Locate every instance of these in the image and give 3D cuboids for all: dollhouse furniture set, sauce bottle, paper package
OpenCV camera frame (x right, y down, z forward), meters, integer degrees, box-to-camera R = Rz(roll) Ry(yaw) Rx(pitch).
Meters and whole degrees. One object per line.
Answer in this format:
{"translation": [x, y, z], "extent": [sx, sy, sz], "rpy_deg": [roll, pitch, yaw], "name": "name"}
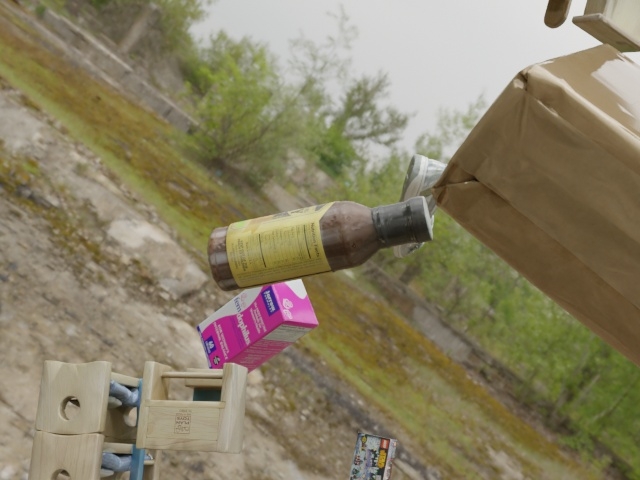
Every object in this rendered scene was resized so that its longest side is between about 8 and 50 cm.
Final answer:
{"translation": [0.344, -0.359, 1.086], "extent": [0.212, 0.161, 0.242], "rpy_deg": [16, -1, -36], "name": "dollhouse furniture set"}
{"translation": [0.000, 0.000, 1.186], "extent": [0.111, 0.344, 0.111], "rpy_deg": [-11, 90, -79], "name": "sauce bottle"}
{"translation": [-0.148, 0.184, 0.703], "extent": [0.183, 0.129, 0.129], "rpy_deg": [-2, -17, 15], "name": "dollhouse furniture set"}
{"translation": [0.324, -0.042, 0.778], "extent": [0.309, 0.168, 0.325], "rpy_deg": [41, 32, 13], "name": "paper package"}

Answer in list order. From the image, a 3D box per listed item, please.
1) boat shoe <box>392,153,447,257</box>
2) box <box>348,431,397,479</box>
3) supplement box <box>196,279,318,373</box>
{"translation": [0.223, -0.063, 1.696], "extent": [0.103, 0.118, 0.320], "rpy_deg": [12, -38, 4], "name": "boat shoe"}
{"translation": [0.110, 0.489, 1.639], "extent": [0.094, 0.137, 0.027], "rpy_deg": [-2, -20, 43], "name": "box"}
{"translation": [-0.129, 0.172, 1.538], "extent": [0.114, 0.220, 0.111], "rpy_deg": [17, 43, -52], "name": "supplement box"}
